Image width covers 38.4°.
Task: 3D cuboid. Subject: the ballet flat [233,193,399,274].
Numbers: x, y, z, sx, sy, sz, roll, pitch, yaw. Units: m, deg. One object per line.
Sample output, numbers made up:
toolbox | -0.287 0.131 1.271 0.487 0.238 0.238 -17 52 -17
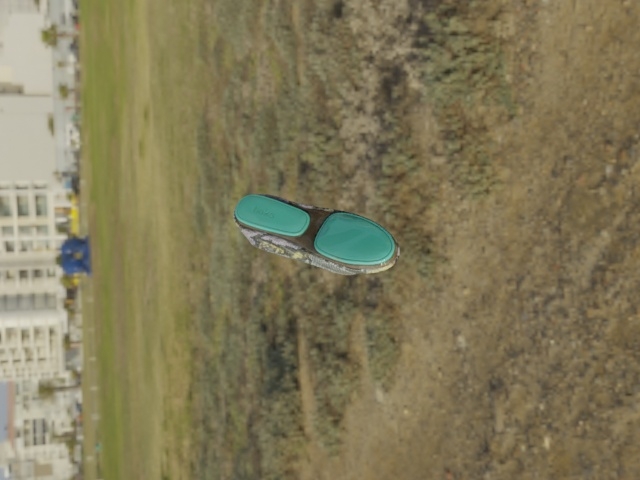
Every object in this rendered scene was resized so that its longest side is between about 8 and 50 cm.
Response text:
ballet flat | 0.000 0.000 0.569 0.114 0.041 0.041 18 117 26
